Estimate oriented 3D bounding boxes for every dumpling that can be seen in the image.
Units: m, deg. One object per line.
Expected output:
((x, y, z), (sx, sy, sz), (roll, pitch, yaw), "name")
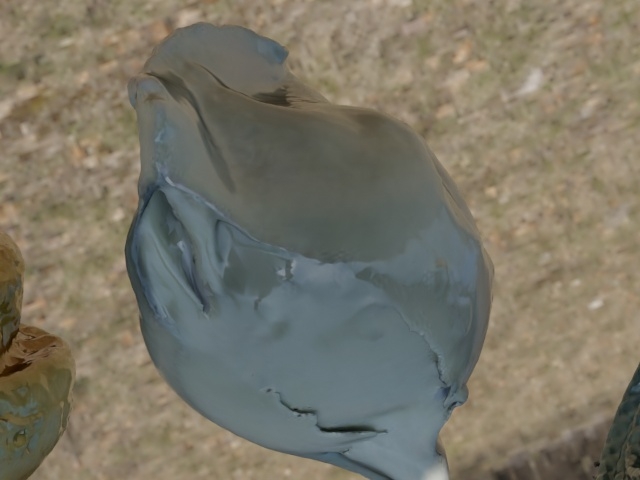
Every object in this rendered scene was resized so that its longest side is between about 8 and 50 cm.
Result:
((0.000, 0.000, 0.457), (0.108, 0.188, 0.127), (-20, -136, 24), "dumpling")

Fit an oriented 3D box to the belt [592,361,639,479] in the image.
((0.121, 0.065, 0.361), (0.087, 0.072, 0.302), (-62, 176, 3), "belt")

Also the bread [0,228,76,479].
((-0.216, 0.042, 0.569), (0.236, 0.120, 0.198), (11, -173, 9), "bread")
